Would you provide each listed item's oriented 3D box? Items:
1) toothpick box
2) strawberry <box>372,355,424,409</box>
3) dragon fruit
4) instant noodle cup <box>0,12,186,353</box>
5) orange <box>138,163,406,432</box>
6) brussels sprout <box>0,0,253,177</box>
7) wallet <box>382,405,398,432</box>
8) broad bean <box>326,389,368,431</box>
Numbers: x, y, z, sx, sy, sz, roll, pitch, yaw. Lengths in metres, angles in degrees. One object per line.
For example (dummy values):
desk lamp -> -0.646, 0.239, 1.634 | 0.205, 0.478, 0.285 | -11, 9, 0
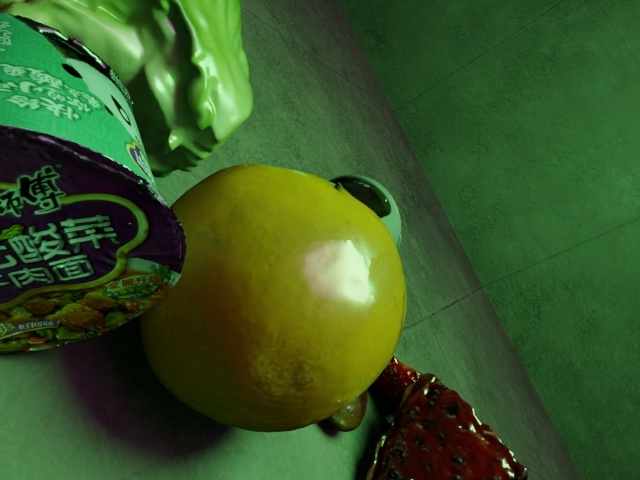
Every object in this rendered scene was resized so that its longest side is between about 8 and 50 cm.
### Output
toothpick box -> 0.000, 0.000, 0.854 | 0.229, 0.228, 0.316 | 62, 27, 4
strawberry -> 0.143, 0.270, 0.934 | 0.187, 0.147, 0.082 | 34, 64, 18
dragon fruit -> 0.174, 0.438, 0.817 | 0.228, 0.286, 0.329 | 40, -16, 39
instant noodle cup -> -0.252, -0.052, 0.399 | 0.251, 0.251, 0.190 | 31, 30, -47
orange -> -0.054, 0.062, 0.558 | 0.312, 0.312, 0.312 | 43, 30, -33
brussels sprout -> -0.241, -0.268, 0.584 | 0.371, 0.275, 0.315 | 47, 32, -28
wallet -> 0.176, 0.381, 0.964 | 0.165, 0.030, 0.111 | 2, 59, -63
broad bean -> 0.034, 0.232, 0.800 | 0.114, 0.084, 0.165 | 29, 43, -21
